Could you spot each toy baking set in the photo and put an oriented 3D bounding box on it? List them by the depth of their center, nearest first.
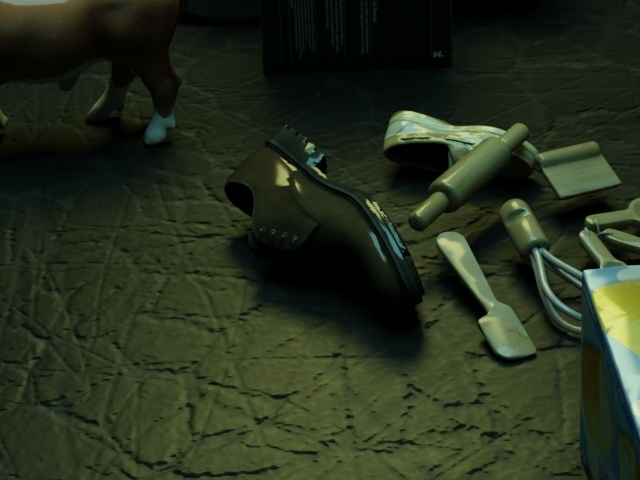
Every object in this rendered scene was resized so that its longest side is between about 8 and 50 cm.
[{"bbox_3d":[0.173,-0.009,1.426,0.197,0.030,0.256,32,47,27],"label":"toy baking set"}]

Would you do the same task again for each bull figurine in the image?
[{"bbox_3d":[-0.267,-0.170,1.596,0.310,0.188,0.101,-5,32,-4],"label":"bull figurine"}]

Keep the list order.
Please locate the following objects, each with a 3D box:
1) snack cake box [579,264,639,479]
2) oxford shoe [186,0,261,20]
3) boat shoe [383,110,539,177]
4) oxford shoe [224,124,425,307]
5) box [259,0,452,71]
[{"bbox_3d":[0.222,0.146,1.093,0.089,0.152,0.264,-5,32,-2],"label":"snack cake box"},{"bbox_3d":[-0.066,-0.262,1.857,0.212,0.076,0.076,2,9,-1],"label":"oxford shoe"},{"bbox_3d":[0.118,-0.071,1.549,0.135,0.050,0.045,12,52,16],"label":"boat shoe"},{"bbox_3d":[0.000,0.000,1.428,0.096,0.083,0.227,-36,41,-13],"label":"oxford shoe"},{"bbox_3d":[0.032,-0.297,1.708,0.184,0.261,0.103,0,32,3],"label":"box"}]
